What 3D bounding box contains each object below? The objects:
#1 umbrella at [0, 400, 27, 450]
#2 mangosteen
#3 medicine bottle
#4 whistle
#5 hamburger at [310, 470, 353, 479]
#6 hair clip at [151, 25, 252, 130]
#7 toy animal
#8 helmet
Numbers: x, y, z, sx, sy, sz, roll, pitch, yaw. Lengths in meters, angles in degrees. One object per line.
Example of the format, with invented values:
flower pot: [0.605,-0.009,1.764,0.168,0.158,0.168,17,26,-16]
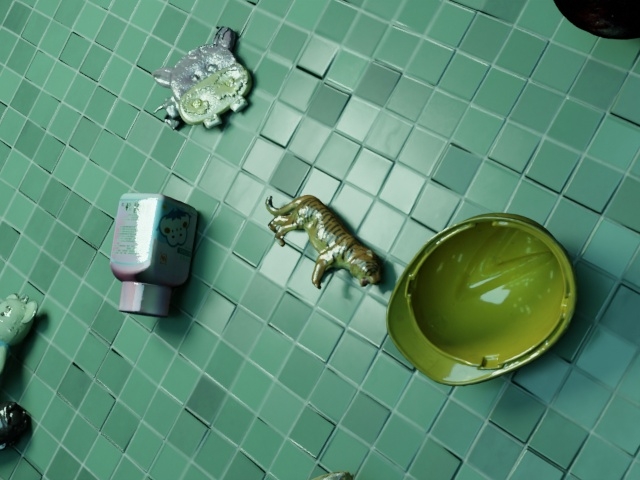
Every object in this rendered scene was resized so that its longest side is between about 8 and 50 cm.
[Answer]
umbrella: [-0.657,0.355,1.717,0.326,0.094,0.090,-19,115,23]
mangosteen: [0.378,-0.376,1.239,0.211,0.211,0.250,-42,32,15]
medicine bottle: [-0.271,0.026,1.548,0.094,0.119,0.188,3,80,26]
whistle: [-0.580,0.196,1.688,0.114,0.077,0.236,14,70,43]
hamburger: [-0.019,0.459,1.296,0.245,0.155,0.282,44,106,32]
hair clip: [-0.198,-0.252,1.607,0.187,0.056,0.146,-35,71,15]
toy animal: [0.000,0.000,1.445,0.099,0.057,0.241,-45,60,7]
helmet: [0.217,0.056,1.259,0.205,0.140,0.257,45,119,-3]
